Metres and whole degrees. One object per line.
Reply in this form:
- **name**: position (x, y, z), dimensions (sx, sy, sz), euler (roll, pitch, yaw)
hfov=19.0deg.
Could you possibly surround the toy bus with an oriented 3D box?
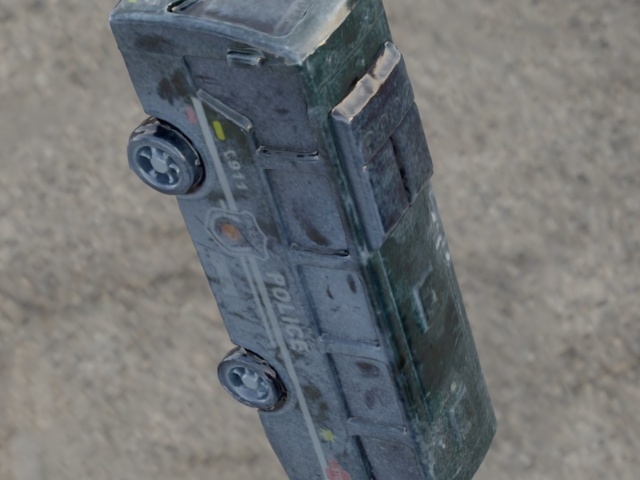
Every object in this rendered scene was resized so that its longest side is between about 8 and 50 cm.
- **toy bus**: position (0.000, 0.000, 0.491), dimensions (0.065, 0.166, 0.047), euler (9, 45, 32)
